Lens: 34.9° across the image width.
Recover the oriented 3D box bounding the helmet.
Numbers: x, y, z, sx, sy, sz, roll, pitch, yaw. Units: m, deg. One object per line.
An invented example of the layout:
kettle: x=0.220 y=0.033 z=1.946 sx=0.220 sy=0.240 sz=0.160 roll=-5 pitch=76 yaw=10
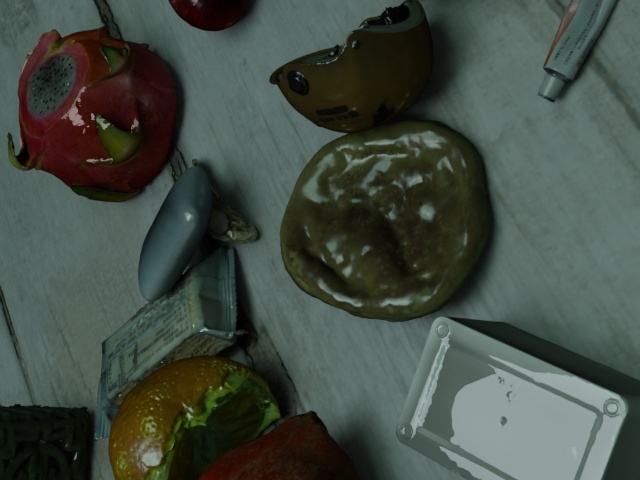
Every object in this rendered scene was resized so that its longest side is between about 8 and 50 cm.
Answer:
helmet: x=0.052 y=-0.209 z=1.304 sx=0.224 sy=0.198 sz=0.130 roll=-19 pitch=102 yaw=43

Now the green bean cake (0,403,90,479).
green bean cake: x=-0.482 y=0.384 z=1.589 sx=0.132 sy=0.241 sz=0.255 roll=-3 pitch=80 yaw=35

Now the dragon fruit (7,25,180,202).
dragon fruit: x=-0.373 y=-0.212 z=1.639 sx=0.290 sy=0.189 sz=0.291 roll=-8 pitch=78 yaw=39

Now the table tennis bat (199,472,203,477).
table tennis bat: x=-0.179 y=0.286 z=1.493 sx=0.124 sy=0.033 sz=0.201 roll=7 pitch=88 yaw=33

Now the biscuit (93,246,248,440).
biscuit: x=-0.235 y=0.149 z=1.516 sx=0.309 sy=0.079 sz=0.186 roll=-41 pitch=38 yaw=26

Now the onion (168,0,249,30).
onion: x=-0.170 y=-0.384 z=1.546 sx=0.131 sy=0.131 sz=0.131 roll=-8 pitch=77 yaw=38

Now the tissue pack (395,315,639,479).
tissue pack: x=0.229 y=0.195 z=1.102 sx=0.246 sy=0.136 sz=0.160 roll=24 pitch=98 yaw=40

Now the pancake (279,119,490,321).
pancake: x=0.076 y=-0.034 z=1.290 sx=0.294 sy=0.049 sz=0.295 roll=-12 pitch=62 yaw=25

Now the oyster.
oyster: x=-0.165 y=-0.047 z=1.538 sx=0.106 sy=0.061 sz=0.200 roll=-52 pitch=49 yaw=34

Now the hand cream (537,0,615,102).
hand cream: x=0.308 y=-0.264 z=1.189 sx=0.052 sy=0.038 sz=0.216 roll=28 pitch=95 yaw=15

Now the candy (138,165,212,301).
candy: x=-0.209 y=-0.010 z=1.472 sx=0.174 sy=0.071 sz=0.138 roll=-58 pitch=19 yaw=30

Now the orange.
orange: x=-0.184 y=0.253 z=1.370 sx=0.158 sy=0.237 sz=0.179 roll=32 pitch=147 yaw=32

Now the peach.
peach: x=-0.044 y=0.336 z=1.244 sx=0.232 sy=0.232 sz=0.257 roll=17 pitch=96 yaw=40
